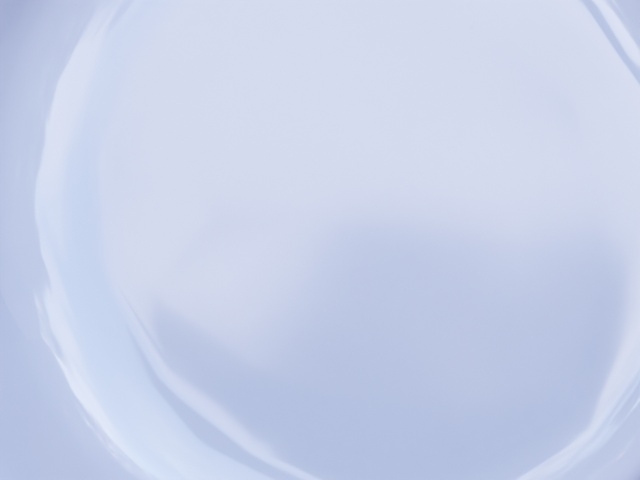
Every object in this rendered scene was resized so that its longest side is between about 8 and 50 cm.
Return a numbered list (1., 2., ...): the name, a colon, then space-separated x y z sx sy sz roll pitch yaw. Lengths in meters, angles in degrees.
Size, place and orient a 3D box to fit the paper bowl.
1. paper bowl: 0.000 0.000 0.530 0.284 0.148 0.284 3 80 -14
